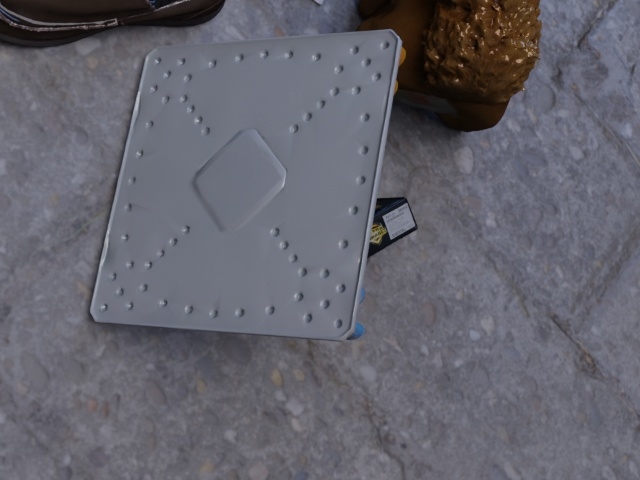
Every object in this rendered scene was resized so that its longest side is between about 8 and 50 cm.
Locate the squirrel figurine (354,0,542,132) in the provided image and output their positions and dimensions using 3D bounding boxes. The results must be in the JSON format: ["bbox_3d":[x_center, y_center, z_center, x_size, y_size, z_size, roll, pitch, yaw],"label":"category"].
[{"bbox_3d":[0.206,-0.376,1.669,0.281,0.397,0.370,17,87,-16],"label":"squirrel figurine"}]

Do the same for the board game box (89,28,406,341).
[{"bbox_3d":[-0.092,-0.070,1.508,0.050,0.390,0.389,31,65,-56],"label":"board game box"}]

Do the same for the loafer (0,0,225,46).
[{"bbox_3d":[-0.281,-0.349,1.571,0.366,0.130,0.133,-14,88,-28],"label":"loafer"}]

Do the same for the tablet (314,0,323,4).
[{"bbox_3d":[-0.004,-0.402,1.789,0.054,0.006,0.083,32,70,-19],"label":"tablet"}]

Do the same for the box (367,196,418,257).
[{"bbox_3d":[0.000,0.000,1.606,0.175,0.220,0.051,-29,105,-27],"label":"box"}]
